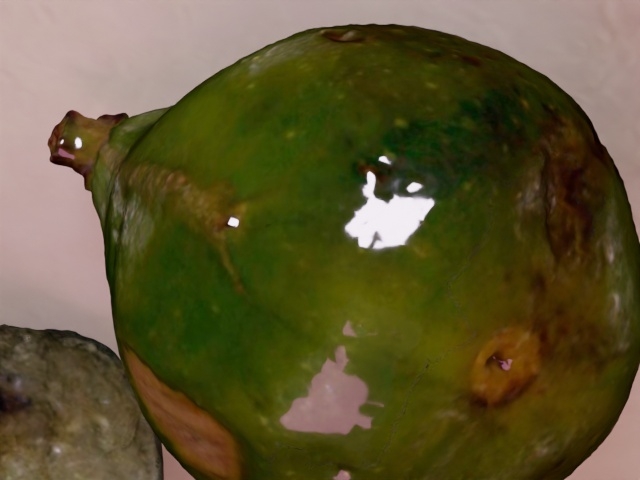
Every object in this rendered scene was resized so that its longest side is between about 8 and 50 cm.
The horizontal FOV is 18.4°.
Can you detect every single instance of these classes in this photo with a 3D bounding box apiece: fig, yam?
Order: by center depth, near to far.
[{"bbox_3d":[0.000,0.000,0.741,0.245,0.195,0.195,36,158,38],"label":"fig"},{"bbox_3d":[-0.184,0.172,0.986,0.195,0.195,0.300,17,143,0],"label":"yam"}]
